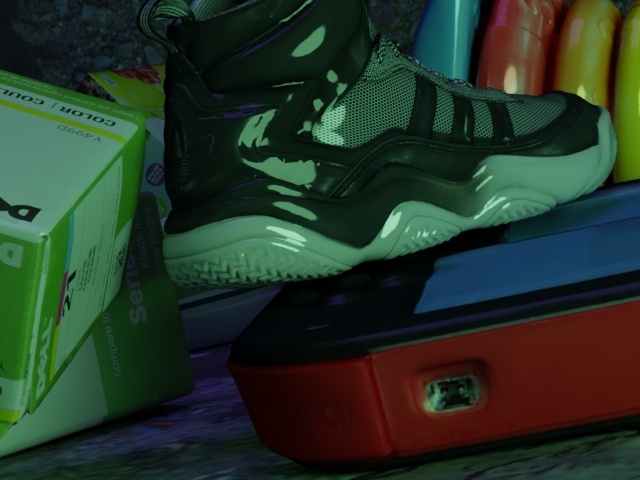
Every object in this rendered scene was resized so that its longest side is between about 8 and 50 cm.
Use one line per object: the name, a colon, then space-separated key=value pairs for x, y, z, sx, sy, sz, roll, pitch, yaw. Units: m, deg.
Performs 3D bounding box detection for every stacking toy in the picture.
stacking toy: x=0.211 y=-0.071 z=1.060 sx=0.302 sy=0.175 sz=0.166 roll=3 pitch=6 yaw=16

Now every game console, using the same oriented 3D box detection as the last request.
game console: x=0.166 y=0.001 z=0.833 sx=0.387 sy=0.060 sz=0.342 roll=-11 pitch=11 yaw=9

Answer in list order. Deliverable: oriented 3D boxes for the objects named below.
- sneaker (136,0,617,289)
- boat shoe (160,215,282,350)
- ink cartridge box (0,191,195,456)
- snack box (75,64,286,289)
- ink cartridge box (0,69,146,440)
sneaker: x=0.032 y=-0.074 z=0.879 sx=0.269 sy=0.153 sz=0.101 roll=-17 pitch=7 yaw=-39
boat shoe: x=-0.171 y=0.040 z=1.209 sx=0.302 sy=0.094 sz=0.109 roll=-12 pitch=4 yaw=-26
ink cartridge box: x=-0.235 y=0.059 z=0.950 sx=0.273 sy=0.114 sz=0.198 roll=-15 pitch=6 yaw=-42
snack box: x=-0.075 y=-0.044 z=1.420 sx=0.070 sy=0.207 sz=0.174 roll=-52 pitch=-15 yaw=24
ink cartridge box: x=-0.198 y=0.012 z=0.745 sx=0.189 sy=0.097 sz=0.255 roll=16 pitch=27 yaw=6
